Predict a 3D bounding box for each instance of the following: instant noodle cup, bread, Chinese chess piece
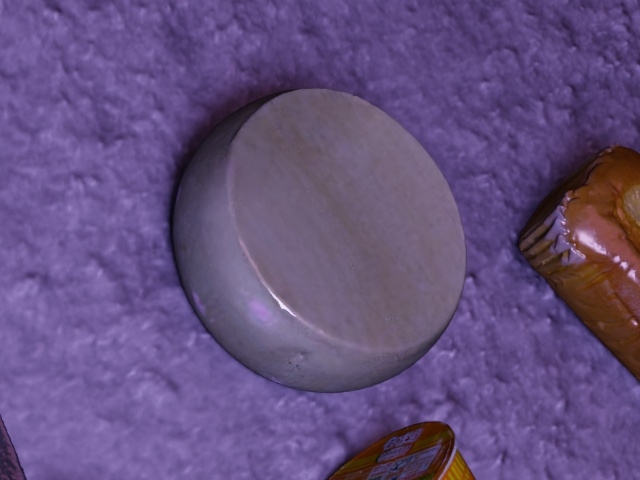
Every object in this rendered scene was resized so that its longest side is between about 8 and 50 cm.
[{"bbox_3d":[0.089,0.261,1.493,0.185,0.168,0.168,51,49,-14],"label":"instant noodle cup"},{"bbox_3d":[0.312,0.051,1.774,0.288,0.119,0.152,47,53,-9],"label":"bread"},{"bbox_3d":[0.000,0.000,1.577,0.250,0.101,0.250,16,60,-30],"label":"Chinese chess piece"}]

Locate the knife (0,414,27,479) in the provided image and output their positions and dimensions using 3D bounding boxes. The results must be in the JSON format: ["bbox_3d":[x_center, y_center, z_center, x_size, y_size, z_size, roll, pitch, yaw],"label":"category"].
[{"bbox_3d":[-0.278,0.080,1.392,0.072,0.019,0.245,-17,81,-39],"label":"knife"}]
